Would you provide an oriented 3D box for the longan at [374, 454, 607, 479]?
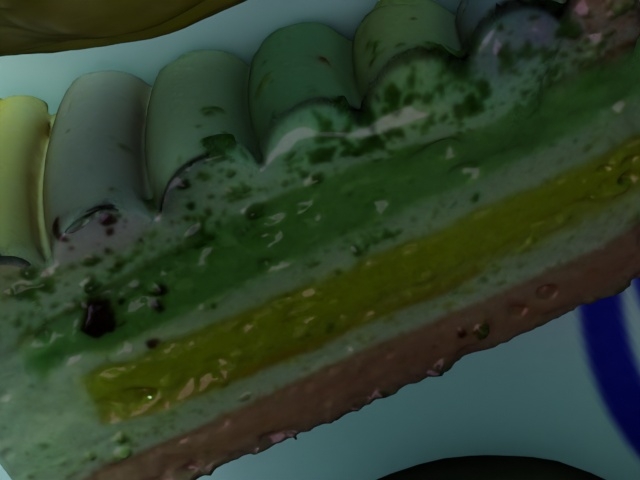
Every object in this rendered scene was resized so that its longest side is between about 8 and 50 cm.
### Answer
[{"bbox_3d":[0.054,0.167,0.599,0.196,0.197,0.220,-11,138,14],"label":"longan"}]

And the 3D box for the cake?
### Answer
[{"bbox_3d":[-0.005,-0.012,0.545,0.225,0.090,0.109,-23,126,-1],"label":"cake"}]

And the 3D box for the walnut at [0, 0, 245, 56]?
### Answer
[{"bbox_3d":[-0.082,-0.123,0.359,0.225,0.193,0.193,-5,131,7],"label":"walnut"}]
